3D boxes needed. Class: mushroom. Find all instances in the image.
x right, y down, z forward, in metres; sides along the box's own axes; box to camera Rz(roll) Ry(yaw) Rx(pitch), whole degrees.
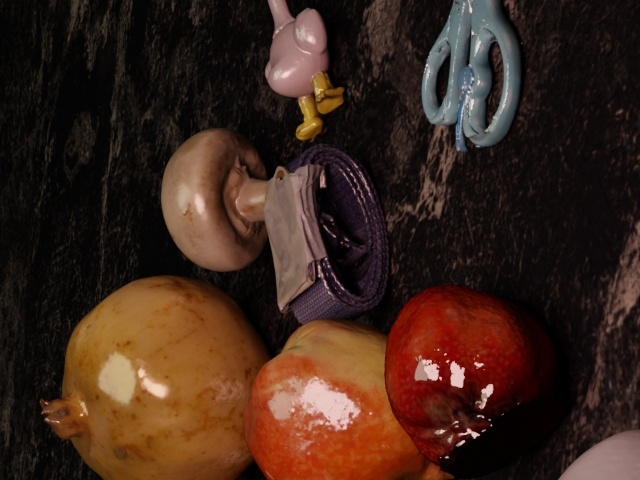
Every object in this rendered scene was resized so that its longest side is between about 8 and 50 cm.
[{"bbox_3d":[-0.112,-0.059,1.980,0.215,0.207,0.207,-1,86,28],"label":"mushroom"}]

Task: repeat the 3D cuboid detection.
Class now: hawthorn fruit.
[{"bbox_3d":[0.158,0.131,1.515,0.251,0.189,0.189,-98,27,-55],"label":"hawthorn fruit"}]

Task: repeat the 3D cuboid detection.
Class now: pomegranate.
[{"bbox_3d":[-0.236,0.221,1.995,0.342,0.342,0.342,-7,81,59],"label":"pomegranate"}]

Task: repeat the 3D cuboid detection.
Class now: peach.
[{"bbox_3d":[0.045,0.213,1.656,0.232,0.256,0.232,-56,-3,-5],"label":"peach"}]

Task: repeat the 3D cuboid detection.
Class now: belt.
[{"bbox_3d":[0.000,0.000,1.802,0.126,0.139,0.230,-34,61,52],"label":"belt"}]

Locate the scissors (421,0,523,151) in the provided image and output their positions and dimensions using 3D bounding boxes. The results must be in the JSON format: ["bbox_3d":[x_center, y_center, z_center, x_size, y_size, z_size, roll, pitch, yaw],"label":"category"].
[{"bbox_3d":[0.185,-0.298,1.619,0.180,0.032,0.393,17,102,58],"label":"scissors"}]

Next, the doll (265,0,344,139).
[{"bbox_3d":[-0.050,-0.326,1.958,0.160,0.094,0.365,129,135,-55],"label":"doll"}]

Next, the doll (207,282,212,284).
[{"bbox_3d":[-0.188,0.113,2.195,0.143,0.057,0.099,12,95,65],"label":"doll"}]

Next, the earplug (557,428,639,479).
[{"bbox_3d":[0.314,0.328,1.243,0.214,0.175,0.325,-38,65,47],"label":"earplug"}]
